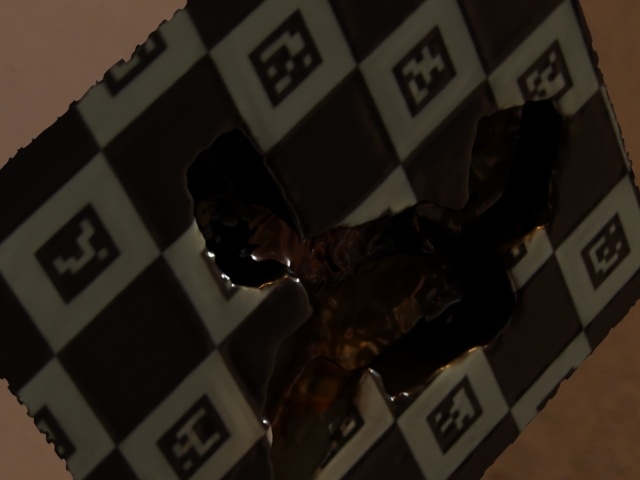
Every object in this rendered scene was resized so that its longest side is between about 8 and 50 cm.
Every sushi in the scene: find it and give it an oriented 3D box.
[{"bbox_3d":[0.000,0.000,0.931,0.064,0.359,0.343,26,-117,42],"label":"sushi"}]
